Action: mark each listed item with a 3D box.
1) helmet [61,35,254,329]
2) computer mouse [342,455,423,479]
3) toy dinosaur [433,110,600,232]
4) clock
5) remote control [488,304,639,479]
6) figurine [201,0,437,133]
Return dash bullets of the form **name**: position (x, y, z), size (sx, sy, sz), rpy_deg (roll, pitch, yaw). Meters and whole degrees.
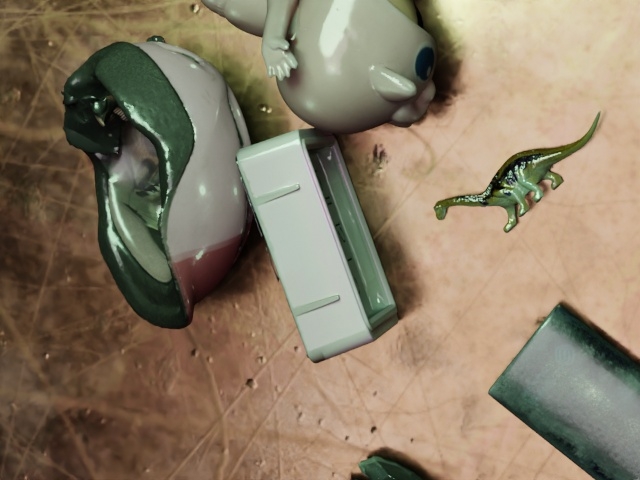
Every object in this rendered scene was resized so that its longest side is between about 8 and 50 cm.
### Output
- **helmet**: position (-0.131, -0.064, 1.614), size (0.154, 0.198, 0.253), rpy_deg (-31, 99, -23)
- **computer mouse**: position (0.080, 0.256, 1.649), size (0.135, 0.047, 0.079), rpy_deg (41, 109, 18)
- **toy dinosaur**: position (0.186, -0.050, 1.601), size (0.180, 0.037, 0.058), rpy_deg (-31, 92, 15)
- **clock**: position (0.000, 0.000, 1.591), size (0.063, 0.150, 0.197), rpy_deg (-20, 90, 13)
- **remote control**: position (0.328, 0.214, 1.588), size (0.377, 0.044, 0.107), rpy_deg (39, 106, 8)
- **figurine**: position (-0.011, -0.217, 1.564), size (0.287, 0.176, 0.186), rpy_deg (36, 90, 14)
